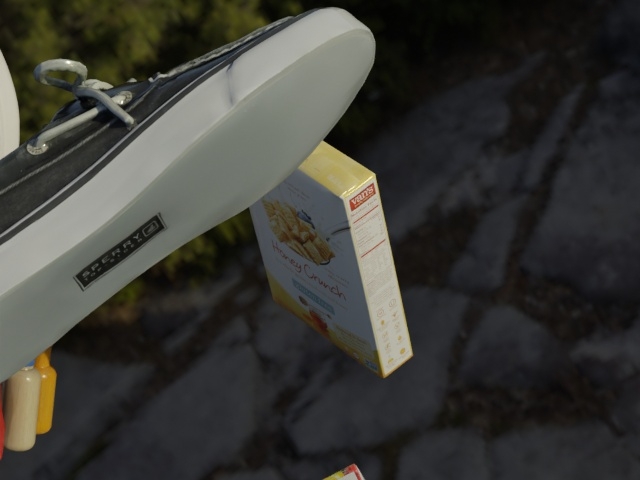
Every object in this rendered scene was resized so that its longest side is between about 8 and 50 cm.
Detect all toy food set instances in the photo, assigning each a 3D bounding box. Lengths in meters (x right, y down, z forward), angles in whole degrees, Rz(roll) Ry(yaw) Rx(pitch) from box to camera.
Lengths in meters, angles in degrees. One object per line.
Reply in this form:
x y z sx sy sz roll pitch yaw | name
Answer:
-0.366 0.158 1.874 0.232 0.104 0.111 0 15 -29 | toy food set

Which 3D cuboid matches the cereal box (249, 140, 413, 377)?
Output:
0.000 0.000 1.755 0.047 0.240 0.173 -36 46 -22 | cereal box

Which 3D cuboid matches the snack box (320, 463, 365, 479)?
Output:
-0.001 0.198 1.150 0.100 0.141 0.037 -26 58 1 | snack box

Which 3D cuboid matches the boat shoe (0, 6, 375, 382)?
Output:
-0.111 -0.044 1.011 0.306 0.113 0.105 -40 67 -8 | boat shoe

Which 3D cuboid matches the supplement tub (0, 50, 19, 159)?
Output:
-0.397 -0.067 1.288 0.235 0.235 0.325 1 11 36 | supplement tub
